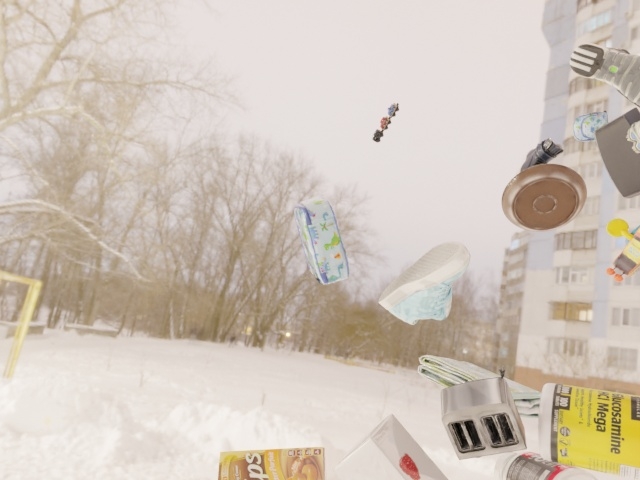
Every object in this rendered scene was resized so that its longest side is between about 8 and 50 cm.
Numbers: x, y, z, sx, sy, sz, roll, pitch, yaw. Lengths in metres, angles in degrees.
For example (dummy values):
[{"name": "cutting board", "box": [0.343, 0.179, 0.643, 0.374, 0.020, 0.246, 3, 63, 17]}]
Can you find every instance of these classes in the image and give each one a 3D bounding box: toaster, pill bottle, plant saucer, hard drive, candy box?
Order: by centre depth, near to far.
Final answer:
[{"name": "pill bottle", "box": [0.700, 0.453, 1.195, 0.334, 0.187, 0.188, 1, -15, 29]}, {"name": "toaster", "box": [0.385, 0.420, 1.214, 0.168, 0.185, 0.110, -19, 15, 19]}, {"name": "pill bottle", "box": [0.651, 0.724, 1.489, 0.177, 0.176, 0.318, 13, -13, -11]}, {"name": "candy box", "box": [-0.140, 0.716, 1.496, 0.317, 0.182, 0.087, -4, -37, 3]}, {"name": "hard drive", "box": [0.963, -0.265, 1.591, 0.054, 0.254, 0.172, -17, -8, -17]}, {"name": "plant saucer", "box": [0.869, -0.150, 1.977, 0.311, 0.050, 0.310, 6, -52, 8]}]

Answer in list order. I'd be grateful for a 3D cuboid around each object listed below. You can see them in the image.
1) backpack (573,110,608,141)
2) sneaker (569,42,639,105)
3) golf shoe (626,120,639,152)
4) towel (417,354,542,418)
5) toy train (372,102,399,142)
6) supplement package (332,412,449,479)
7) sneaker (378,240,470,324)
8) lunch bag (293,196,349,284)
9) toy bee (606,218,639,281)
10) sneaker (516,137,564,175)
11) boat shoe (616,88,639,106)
[{"name": "backpack", "box": [0.980, -0.411, 1.848, 0.115, 0.104, 0.084, -5, 7, 27]}, {"name": "sneaker", "box": [0.651, -0.354, 1.058, 0.132, 0.086, 0.229, -23, 53, -39]}, {"name": "golf shoe", "box": [0.730, -0.186, 1.069, 0.176, 0.069, 0.086, 44, -31, -11]}, {"name": "towel", "box": [0.552, 0.487, 1.720, 0.375, 0.090, 0.321, 20, 0, -39]}, {"name": "toy train", "box": [0.227, -0.415, 1.789, 0.036, 0.027, 0.158, 15, -56, -25]}, {"name": "supplement package", "box": [0.214, 0.677, 1.424, 0.293, 0.175, 0.178, 48, 24, 15]}, {"name": "sneaker", "box": [0.289, 0.120, 1.278, 0.150, 0.135, 0.366, 38, -27, -1]}, {"name": "lunch bag", "box": [0.000, 0.000, 1.332, 0.090, 0.218, 0.176, -17, 14, -8]}, {"name": "toy bee", "box": [0.860, 0.042, 1.365, 0.195, 0.162, 0.298, 41, -20, 53]}, {"name": "sneaker", "box": [0.881, -0.311, 2.039, 0.086, 0.226, 0.163, 32, -31, -13]}, {"name": "boat shoe", "box": [0.771, -0.307, 1.137, 0.224, 0.073, 0.080, 34, 30, -1]}]
